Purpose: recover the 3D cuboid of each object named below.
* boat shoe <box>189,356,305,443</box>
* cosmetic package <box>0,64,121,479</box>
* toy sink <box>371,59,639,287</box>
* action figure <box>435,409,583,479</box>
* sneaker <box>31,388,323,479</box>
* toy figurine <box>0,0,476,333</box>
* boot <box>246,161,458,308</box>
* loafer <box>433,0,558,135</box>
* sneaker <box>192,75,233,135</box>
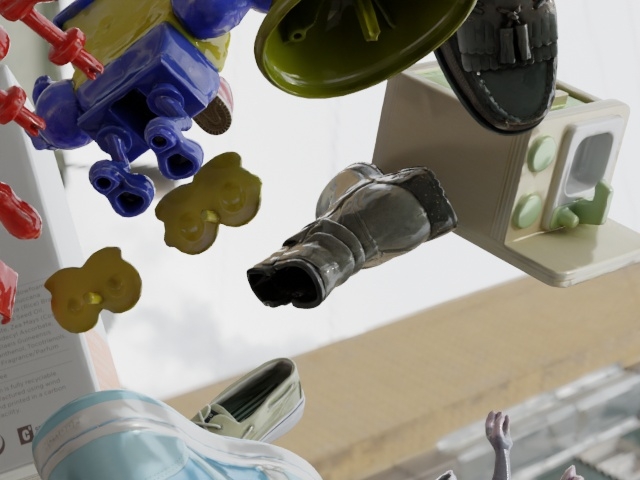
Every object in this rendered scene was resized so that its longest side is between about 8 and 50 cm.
[{"bbox_3d":[-0.141,0.258,1.979,0.109,0.302,0.094,25,-44,33],"label":"boat shoe"},{"bbox_3d":[-0.359,0.055,1.726,0.230,0.162,0.453,82,-10,-76],"label":"cosmetic package"},{"bbox_3d":[0.185,-0.076,1.353,0.234,0.153,0.131,32,-57,37],"label":"toy sink"},{"bbox_3d":[0.246,0.350,1.602,0.370,0.248,0.275,10,-82,3],"label":"action figure"},{"bbox_3d":[-0.073,0.250,1.104,0.127,0.319,0.208,-40,-129,18],"label":"sneaker"},{"bbox_3d":[-0.100,-0.137,0.858,0.362,0.191,0.217,-36,-145,23],"label":"toy figurine"},{"bbox_3d":[0.000,0.000,1.283,0.083,0.161,0.246,63,-18,-7],"label":"boot"},{"bbox_3d":[0.124,-0.212,1.113,0.084,0.096,0.267,160,-82,-79],"label":"loafer"},{"bbox_3d":[-0.117,-0.147,1.304,0.042,0.067,0.118,-33,-80,9],"label":"sneaker"}]
